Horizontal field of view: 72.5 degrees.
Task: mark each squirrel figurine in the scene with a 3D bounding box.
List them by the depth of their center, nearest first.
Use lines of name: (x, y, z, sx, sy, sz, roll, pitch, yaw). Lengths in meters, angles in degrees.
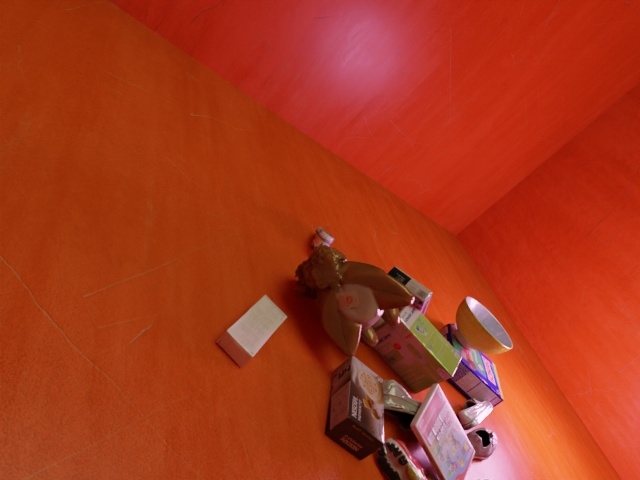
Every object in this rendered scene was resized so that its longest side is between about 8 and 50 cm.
squirrel figurine: (0.102, 0.175, 1.520, 0.397, 0.281, 0.370, 41, 4, 12)

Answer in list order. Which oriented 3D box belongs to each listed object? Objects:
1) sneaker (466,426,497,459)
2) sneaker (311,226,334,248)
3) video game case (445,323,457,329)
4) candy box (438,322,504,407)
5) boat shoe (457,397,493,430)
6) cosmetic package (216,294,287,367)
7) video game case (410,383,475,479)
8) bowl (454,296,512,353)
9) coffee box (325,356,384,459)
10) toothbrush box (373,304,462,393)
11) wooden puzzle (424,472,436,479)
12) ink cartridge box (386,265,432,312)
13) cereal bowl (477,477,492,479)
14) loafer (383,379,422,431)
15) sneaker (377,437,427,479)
sneaker: (0.614, 0.757, 1.636, 0.281, 0.115, 0.105, 14, 39, -50)
sneaker: (0.000, 0.000, 1.908, 0.094, 0.091, 0.258, 40, 3, 0)
video game case: (0.733, 0.510, 2.240, 0.201, 0.023, 0.183, 49, -5, 11)
candy box: (0.676, 0.581, 2.013, 0.317, 0.122, 0.268, 44, 22, -7)
boat shoe: (0.638, 0.695, 1.803, 0.258, 0.095, 0.084, 3, 51, -58)
cosmetic package: (-0.187, 0.249, 1.231, 0.099, 0.060, 0.239, 44, 24, 2)
video game case: (0.402, 0.645, 1.417, 0.204, 0.025, 0.285, -36, 100, -48)
bowl: (0.713, 0.416, 1.997, 0.289, 0.156, 0.289, 37, 22, -18)
coffee box: (0.106, 0.482, 1.281, 0.141, 0.098, 0.246, 40, 24, -11)
toothbrush box: (0.345, 0.403, 1.635, 0.283, 0.206, 0.122, 49, 43, 5)
wooden puzzle: (0.353, 0.759, 1.349, 0.049, 0.006, 0.083, 15, 38, -49)
ink cartridge box: (0.329, 0.267, 1.758, 0.176, 0.370, 0.069, 37, 63, 25)
cereal bowl: (0.498, 0.875, 1.232, 0.339, 0.141, 0.339, 35, 26, -20)
loafer: (0.295, 0.580, 1.439, 0.319, 0.112, 0.111, 38, 43, -19)
sneaker: (0.274, 0.687, 1.228, 0.118, 0.107, 0.279, 21, 35, -60)
